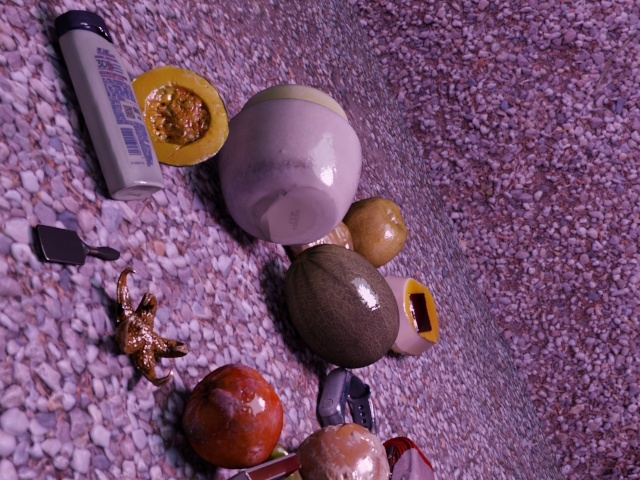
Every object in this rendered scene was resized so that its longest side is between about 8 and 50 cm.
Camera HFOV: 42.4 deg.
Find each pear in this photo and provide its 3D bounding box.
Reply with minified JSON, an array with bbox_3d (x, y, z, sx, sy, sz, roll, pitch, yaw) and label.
[{"bbox_3d":[0.126,-0.013,2.286,0.188,0.211,0.228,51,25,-12],"label":"pear"}]

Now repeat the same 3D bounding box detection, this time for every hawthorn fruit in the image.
[{"bbox_3d":[-0.142,0.300,1.393,0.173,0.173,0.172,49,27,-35],"label":"hawthorn fruit"}]

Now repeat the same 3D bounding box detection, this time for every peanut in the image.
[{"bbox_3d":[0.000,0.000,2.110,0.196,0.110,0.233,62,21,5],"label":"peanut"}]

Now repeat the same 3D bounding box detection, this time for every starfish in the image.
[{"bbox_3d":[-0.291,0.140,1.340,0.189,0.074,0.146,62,20,-7],"label":"starfish"}]

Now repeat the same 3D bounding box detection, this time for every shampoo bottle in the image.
[{"bbox_3d":[-0.386,-0.250,1.530,0.134,0.078,0.359,-2,68,-61],"label":"shampoo bottle"},{"bbox_3d":[-0.070,-0.163,1.840,0.322,0.323,0.317,47,37,-39],"label":"shampoo bottle"}]

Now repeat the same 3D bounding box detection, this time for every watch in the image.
[{"bbox_3d":[0.070,0.401,1.907,0.193,0.068,0.206,57,26,-28],"label":"watch"}]

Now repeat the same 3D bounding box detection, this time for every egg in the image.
[{"bbox_3d":[0.040,0.451,1.605,0.194,0.195,0.233,67,12,4],"label":"egg"}]

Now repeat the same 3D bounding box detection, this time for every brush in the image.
[{"bbox_3d":[-0.386,0.015,1.335,0.193,0.016,0.062,15,54,-62],"label":"brush"}]

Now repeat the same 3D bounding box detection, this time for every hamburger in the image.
[{"bbox_3d":[0.233,0.217,2.372,0.295,0.152,0.227,36,41,-58],"label":"hamburger"}]

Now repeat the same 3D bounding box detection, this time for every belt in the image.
[{"bbox_3d":[0.185,0.552,1.919,0.124,0.128,0.200,53,26,-26],"label":"belt"}]

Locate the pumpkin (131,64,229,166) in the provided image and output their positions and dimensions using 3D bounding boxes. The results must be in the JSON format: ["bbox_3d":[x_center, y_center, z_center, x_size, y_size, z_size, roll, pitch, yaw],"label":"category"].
[{"bbox_3d":[-0.293,-0.233,1.665,0.110,0.218,0.217,127,-54,-68],"label":"pumpkin"}]

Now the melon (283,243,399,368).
[{"bbox_3d":[0.045,0.149,1.885,0.301,0.238,0.237,53,24,-16],"label":"melon"}]

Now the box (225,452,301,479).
[{"bbox_3d":[-0.118,0.410,1.394,0.035,0.115,0.177,58,18,17],"label":"box"}]

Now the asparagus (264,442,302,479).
[{"bbox_3d":[-0.056,0.508,1.490,0.085,0.082,0.343,5,54,-24],"label":"asparagus"}]
